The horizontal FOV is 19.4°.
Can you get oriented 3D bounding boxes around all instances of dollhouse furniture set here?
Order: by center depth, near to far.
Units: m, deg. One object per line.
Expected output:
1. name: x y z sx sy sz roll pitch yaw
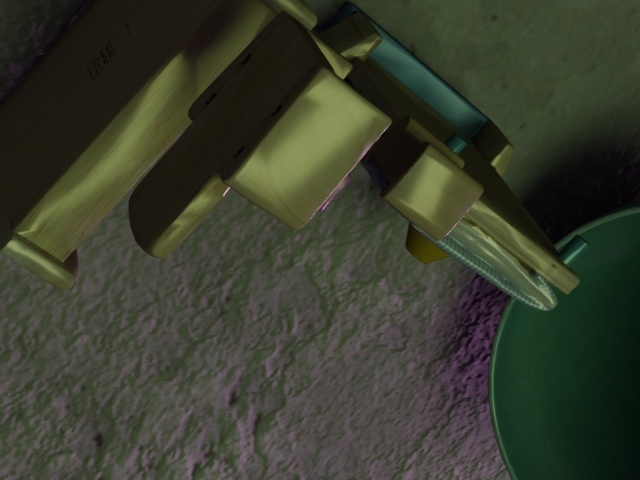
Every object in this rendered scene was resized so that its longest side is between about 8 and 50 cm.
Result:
1. dollhouse furniture set: 0.000 0.000 1.034 0.303 0.286 0.198 35 104 -32

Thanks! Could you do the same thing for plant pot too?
1. plant pot: 0.289 0.090 1.318 0.195 0.290 0.290 -31 149 -58
